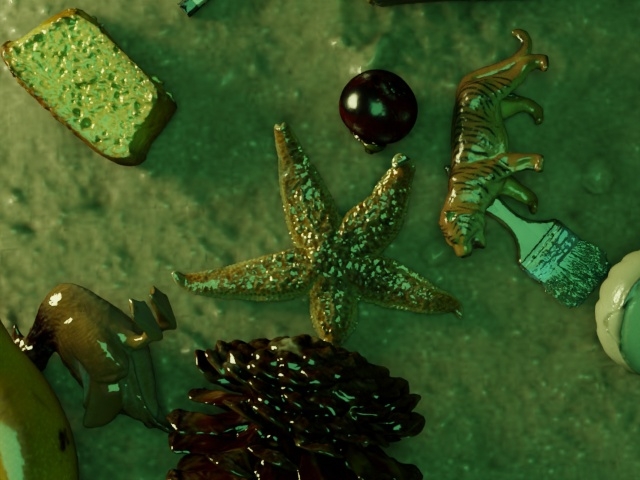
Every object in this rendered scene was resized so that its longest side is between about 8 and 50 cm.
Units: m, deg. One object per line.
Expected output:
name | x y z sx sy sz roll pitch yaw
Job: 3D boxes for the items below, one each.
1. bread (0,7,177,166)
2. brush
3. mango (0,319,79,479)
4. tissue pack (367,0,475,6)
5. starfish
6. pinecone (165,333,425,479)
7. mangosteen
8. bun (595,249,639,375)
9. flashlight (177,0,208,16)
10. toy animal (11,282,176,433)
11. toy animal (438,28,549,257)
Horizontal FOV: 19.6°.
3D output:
bread | -0.233 -0.160 1.864 0.103 0.065 0.187 -45 86 5
brush | 0.201 -0.014 1.867 0.196 0.021 0.070 40 87 3
mango | -0.329 0.184 1.812 0.177 0.120 0.294 -16 88 27
tissue pack | 0.130 -0.374 1.827 0.192 0.134 0.270 -2 87 2
starfish | 0.001 -0.002 1.859 0.295 0.048 0.231 4 99 4
pinecone | -0.036 0.226 1.772 0.246 0.246 0.292 23 105 2
mangosteen | 0.055 -0.131 1.849 0.081 0.081 0.081 0 88 1
bun | 0.325 0.062 1.830 0.138 0.094 0.138 -9 112 -23
flashlight | -0.109 -0.260 1.884 0.083 0.018 0.018 -41 88 -1
toy animal | -0.222 0.130 1.845 0.179 0.089 0.188 -29 90 18
toy animal | 0.173 -0.099 1.845 0.099 0.057 0.241 4 77 1
